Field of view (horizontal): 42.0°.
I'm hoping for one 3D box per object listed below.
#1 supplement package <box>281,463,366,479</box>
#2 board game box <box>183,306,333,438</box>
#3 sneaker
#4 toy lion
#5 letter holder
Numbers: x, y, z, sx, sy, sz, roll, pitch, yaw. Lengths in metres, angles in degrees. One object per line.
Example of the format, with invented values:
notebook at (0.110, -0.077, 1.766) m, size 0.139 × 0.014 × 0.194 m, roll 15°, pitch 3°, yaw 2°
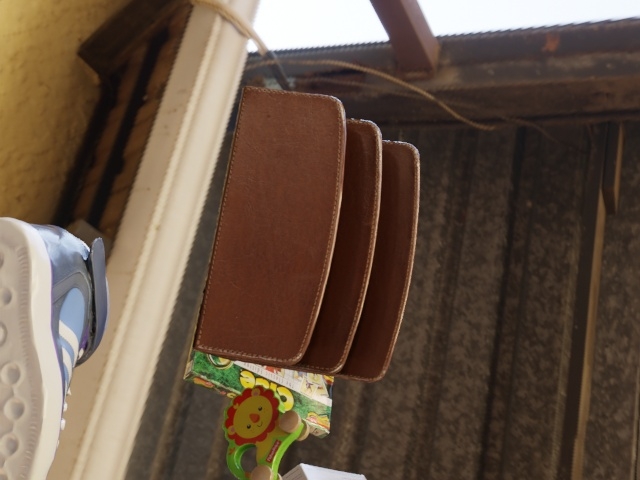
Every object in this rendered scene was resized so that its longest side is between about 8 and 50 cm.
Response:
supplement package at (0.011, 0.416, 1.056) m, size 0.149 × 0.194 × 0.203 m, roll -39°, pitch -121°, yaw 11°
board game box at (-0.090, 0.209, 1.336) m, size 0.030 × 0.259 × 0.136 m, roll -38°, pitch -147°, yaw 41°
sneaker at (-0.299, 0.144, 0.910) m, size 0.130 × 0.236 × 0.323 m, roll -3°, pitch -101°, yaw 9°
toy lion at (-0.068, 0.207, 0.891) m, size 0.096 × 0.034 × 0.100 m, roll 15°, pitch -113°, yaw 32°
letter holder at (0.000, 0.000, 0.966) m, size 0.214 × 0.152 × 0.302 m, roll 8°, pitch -101°, yaw 9°
